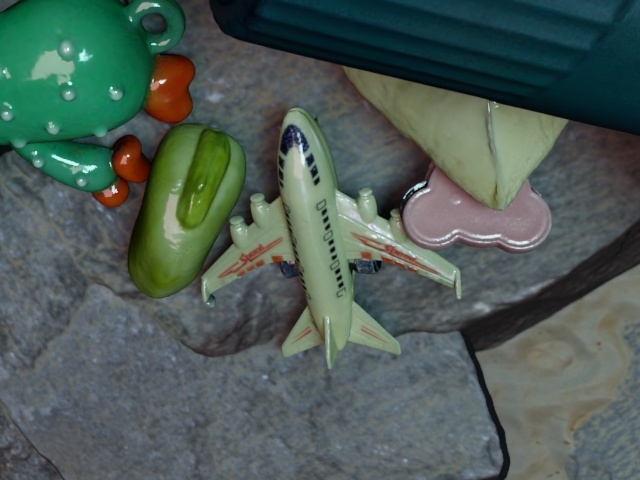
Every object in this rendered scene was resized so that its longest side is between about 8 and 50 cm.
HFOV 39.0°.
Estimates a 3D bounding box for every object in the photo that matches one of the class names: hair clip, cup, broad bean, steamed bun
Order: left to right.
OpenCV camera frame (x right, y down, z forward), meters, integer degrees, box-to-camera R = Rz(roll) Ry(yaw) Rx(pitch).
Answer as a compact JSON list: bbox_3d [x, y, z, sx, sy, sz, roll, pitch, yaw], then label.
[{"bbox_3d":[-0.120,-0.024,0.803,0.082,0.124,0.174,14,121,-12],"label":"broad bean"},{"bbox_3d":[0.120,-0.170,0.680,0.231,0.110,0.212,45,99,7],"label":"steamed bun"},{"bbox_3d":[0.134,-0.063,0.748,0.123,0.102,0.138,10,114,4],"label":"hair clip"},{"bbox_3d":[0.112,-0.190,0.450,0.292,0.308,0.242,8,92,-19],"label":"cup"}]

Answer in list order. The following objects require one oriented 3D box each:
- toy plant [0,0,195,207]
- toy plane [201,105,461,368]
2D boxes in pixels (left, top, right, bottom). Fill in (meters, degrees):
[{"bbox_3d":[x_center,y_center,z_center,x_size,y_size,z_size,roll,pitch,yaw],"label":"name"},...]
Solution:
[{"bbox_3d":[-0.305,-0.131,0.767,0.401,0.185,0.279,-12,102,7],"label":"toy plant"},{"bbox_3d":[0.000,0.000,0.802,0.242,0.104,0.256,-2,113,15],"label":"toy plane"}]
